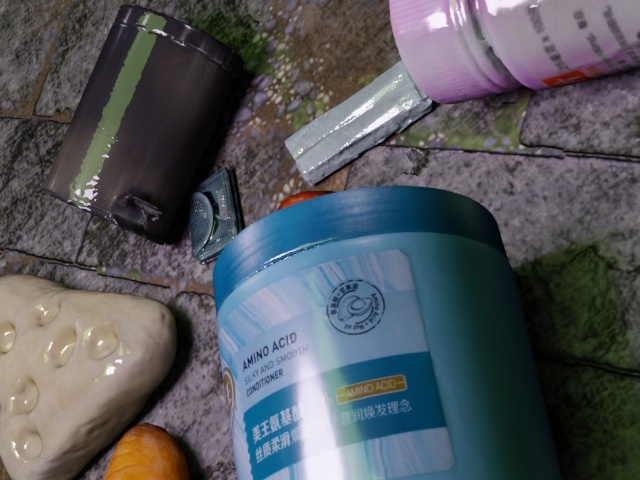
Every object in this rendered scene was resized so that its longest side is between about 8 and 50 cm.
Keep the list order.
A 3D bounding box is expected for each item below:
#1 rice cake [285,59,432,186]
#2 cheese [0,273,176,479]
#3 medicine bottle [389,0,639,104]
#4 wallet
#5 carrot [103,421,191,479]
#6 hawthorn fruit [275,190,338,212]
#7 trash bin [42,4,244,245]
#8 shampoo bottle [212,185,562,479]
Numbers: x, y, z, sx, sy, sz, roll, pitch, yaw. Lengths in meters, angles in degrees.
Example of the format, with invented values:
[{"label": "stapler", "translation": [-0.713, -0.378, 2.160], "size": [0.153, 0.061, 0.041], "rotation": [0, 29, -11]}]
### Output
[{"label": "rice cake", "translation": [0.050, -0.157, 1.598], "size": [0.226, 0.040, 0.085], "rotation": [-32, 55, 24]}, {"label": "cheese", "translation": [-0.356, 0.143, 1.738], "size": [0.328, 0.129, 0.351], "rotation": [-37, 54, 24]}, {"label": "medicine bottle", "translation": [0.288, -0.287, 1.340], "size": [0.388, 0.219, 0.219], "rotation": [-11, 65, 35]}, {"label": "wallet", "translation": [-0.156, -0.037, 1.722], "size": [0.088, 0.026, 0.129], "rotation": [-29, 55, 26]}, {"label": "carrot", "translation": [-0.225, 0.337, 1.546], "size": [0.159, 0.159, 0.225], "rotation": [-28, 48, 27]}, {"label": "hawthorn fruit", "translation": [0.000, 0.000, 1.507], "size": [0.132, 0.138, 0.133], "rotation": [-15, 63, 30]}, {"label": "trash bin", "translation": [-0.262, -0.167, 1.749], "size": [0.252, 0.203, 0.302], "rotation": [17, 83, 60]}, {"label": "shampoo bottle", "translation": [0.067, 0.171, 1.254], "size": [0.331, 0.331, 0.343], "rotation": [-26, 59, 28]}]
